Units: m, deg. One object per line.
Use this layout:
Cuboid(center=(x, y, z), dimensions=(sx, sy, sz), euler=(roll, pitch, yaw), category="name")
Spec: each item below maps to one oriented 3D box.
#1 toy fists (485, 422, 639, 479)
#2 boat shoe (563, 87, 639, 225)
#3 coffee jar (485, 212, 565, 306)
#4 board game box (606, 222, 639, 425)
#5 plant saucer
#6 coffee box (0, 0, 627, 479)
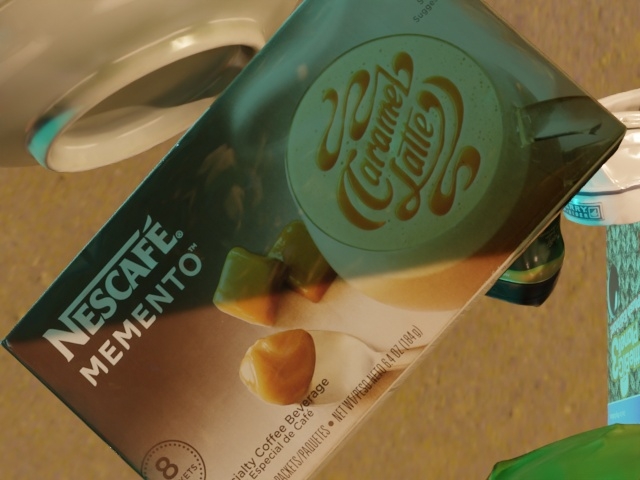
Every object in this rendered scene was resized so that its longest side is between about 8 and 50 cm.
Cuboid(center=(0.173, 0.121, 0.593), dimensions=(0.279, 0.142, 0.096), euler=(-13, 101, 16), category="toy fists")
Cuboid(center=(0.260, -0.085, 1.059), dimensions=(0.095, 0.258, 0.084), euler=(15, 121, 50), category="boat shoe")
Cuboid(center=(0.157, -0.036, 1.340), dimensions=(0.096, 0.079, 0.184), euler=(16, 127, 24), category="coffee jar")
Cuboid(center=(0.345, 0.021, 1.426), dimensions=(0.141, 0.232, 0.291), euler=(2, 79, -4), category="board game box")
Cuboid(center=(-0.158, -0.151, 1.360), dimensions=(0.400, 0.400, 0.100), euler=(-34, 80, 25), category="plant saucer")
Cuboid(center=(0.000, 0.000, 0.723), dimensions=(0.141, 0.098, 0.246), euler=(43, 94, 6), category="coffee box")
